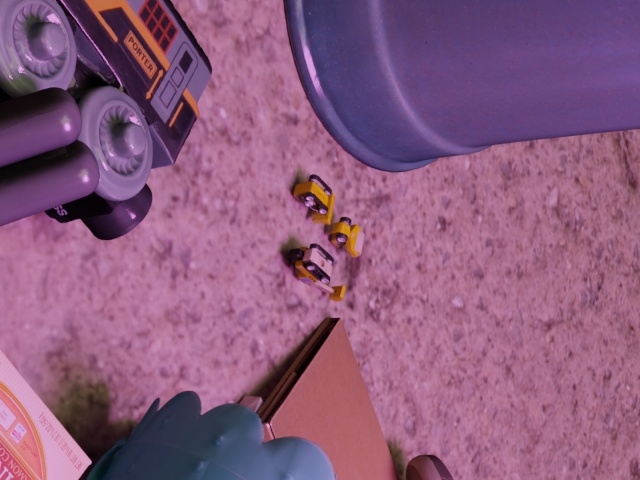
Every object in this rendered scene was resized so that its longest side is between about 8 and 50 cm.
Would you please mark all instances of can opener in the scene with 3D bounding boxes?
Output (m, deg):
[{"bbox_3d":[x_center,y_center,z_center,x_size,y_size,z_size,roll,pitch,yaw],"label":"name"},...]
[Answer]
[{"bbox_3d":[-0.263,-0.008,0.773,0.280,0.093,0.074,-22,124,-14],"label":"can opener"}]

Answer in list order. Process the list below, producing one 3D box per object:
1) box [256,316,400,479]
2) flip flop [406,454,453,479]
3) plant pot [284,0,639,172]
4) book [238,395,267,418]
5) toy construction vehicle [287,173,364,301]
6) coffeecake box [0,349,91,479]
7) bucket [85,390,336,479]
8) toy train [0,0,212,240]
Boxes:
[{"bbox_3d":[0.011,0.198,1.230,0.164,0.021,0.201,-53,129,-51],"label":"box"},{"bbox_3d":[0.093,0.347,1.308,0.080,0.112,0.277,-6,102,-23],"label":"flip flop"},{"bbox_3d":[0.203,-0.231,1.217,0.341,0.334,0.341,-5,96,-52],"label":"plant pot"},{"bbox_3d":[-0.053,0.220,1.168,0.096,0.035,0.144,-53,130,-39],"label":"book"},{"bbox_3d":[0.000,0.000,1.222,0.098,0.035,0.086,42,50,-47],"label":"toy construction vehicle"},{"bbox_3d":[-0.231,0.142,0.719,0.185,0.068,0.142,-55,132,-32],"label":"coffeecake box"},{"bbox_3d":[-0.071,0.264,0.969,0.183,0.281,0.281,-50,129,-30],"label":"bucket"},{"bbox_3d":[-0.202,-0.156,0.891,0.334,0.142,0.190,55,40,-35],"label":"toy train"}]
